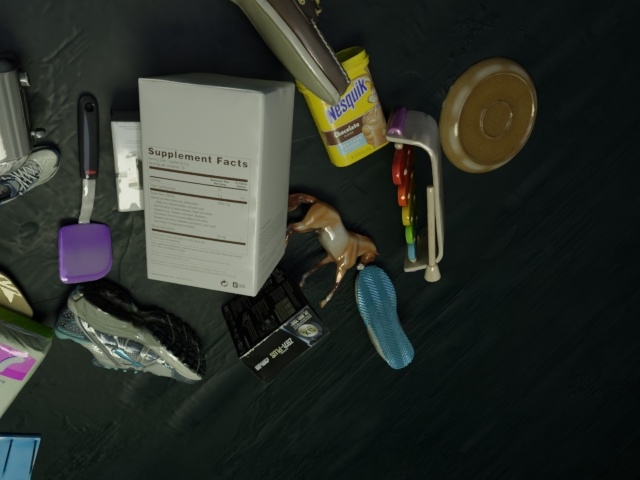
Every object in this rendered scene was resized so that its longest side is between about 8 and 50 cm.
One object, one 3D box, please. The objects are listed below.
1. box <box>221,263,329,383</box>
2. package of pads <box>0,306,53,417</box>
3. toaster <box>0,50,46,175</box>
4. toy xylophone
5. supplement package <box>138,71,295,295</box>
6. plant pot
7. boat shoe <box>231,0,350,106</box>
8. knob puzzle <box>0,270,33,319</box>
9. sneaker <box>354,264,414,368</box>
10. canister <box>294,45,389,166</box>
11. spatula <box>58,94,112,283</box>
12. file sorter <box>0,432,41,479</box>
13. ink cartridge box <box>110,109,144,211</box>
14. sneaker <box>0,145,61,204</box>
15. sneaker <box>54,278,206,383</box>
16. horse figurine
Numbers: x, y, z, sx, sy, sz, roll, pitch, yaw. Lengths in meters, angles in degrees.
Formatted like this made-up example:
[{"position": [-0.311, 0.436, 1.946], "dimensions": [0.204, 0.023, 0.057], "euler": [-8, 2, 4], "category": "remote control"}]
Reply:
[{"position": [-0.089, 0.146, 0.926], "dimensions": [0.147, 0.180, 0.077], "euler": [-38, 119, -4], "category": "box"}, {"position": [-0.598, 0.179, 0.740], "dimensions": [0.297, 0.101, 0.229], "euler": [35, 96, -30], "category": "package of pads"}, {"position": [-0.492, -0.158, 0.655], "dimensions": [0.227, 0.129, 0.146], "euler": [-13, 119, -19], "category": "toaster"}, {"position": [0.178, -0.074, 0.917], "dimensions": [0.081, 0.236, 0.322], "euler": [-2, 120, 17], "category": "toy xylophone"}, {"position": [-0.150, -0.094, 0.766], "dimensions": [0.176, 0.177, 0.292], "euler": [9, 112, 8], "category": "supplement package"}, {"position": [0.350, -0.247, 1.022], "dimensions": [0.237, 0.032, 0.236], "euler": [-9, 115, -20], "category": "plant pot"}, {"position": [-0.058, -0.344, 0.734], "dimensions": [0.097, 0.116, 0.324], "euler": [-44, 102, -7], "category": "boat shoe"}, {"position": [-0.565, 0.105, 0.798], "dimensions": [0.213, 0.030, 0.213], "euler": [-8, 115, -19], "category": "knob puzzle"}, {"position": [0.124, 0.160, 1.081], "dimensions": [0.088, 0.092, 0.228], "euler": [-20, 99, -11], "category": "sneaker"}, {"position": [0.045, -0.230, 0.879], "dimensions": [0.126, 0.073, 0.169], "euler": [-30, 122, -7], "category": "canister"}, {"position": [-0.366, -0.077, 0.794], "dimensions": [0.084, 0.030, 0.296], "euler": [-5, 113, -41], "category": "spatula"}, {"position": [-0.600, 0.417, 0.879], "dimensions": [0.170, 0.104, 0.118], "euler": [14, 106, -27], "category": "file sorter"}, {"position": [-0.287, -0.124, 0.772], "dimensions": [0.056, 0.099, 0.135], "euler": [-5, 115, -22], "category": "ink cartridge box"}, {"position": [-0.445, -0.089, 0.746], "dimensions": [0.135, 0.058, 0.052], "euler": [-37, 121, -4], "category": "sneaker"}, {"position": [-0.333, 0.182, 0.901], "dimensions": [0.122, 0.110, 0.283], "euler": [-43, 115, 14], "category": "sneaker"}, {"position": [0.000, 0.000, 0.961], "dimensions": [0.174, 0.066, 0.263], "euler": [-45, 117, -11], "category": "horse figurine"}]
